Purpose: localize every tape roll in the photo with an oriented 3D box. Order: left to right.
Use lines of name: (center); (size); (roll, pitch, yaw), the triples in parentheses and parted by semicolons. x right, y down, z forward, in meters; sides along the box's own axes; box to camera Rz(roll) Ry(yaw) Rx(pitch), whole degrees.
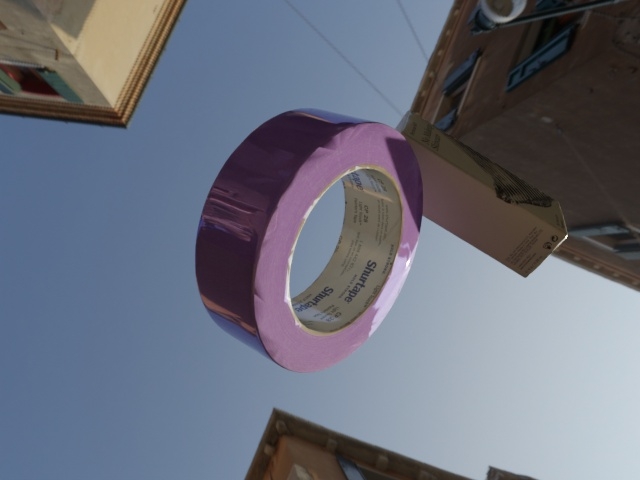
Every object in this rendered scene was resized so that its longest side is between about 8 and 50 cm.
tape roll: (0.000, 0.000, 0.634); (0.090, 0.275, 0.275); (23, -98, 36)

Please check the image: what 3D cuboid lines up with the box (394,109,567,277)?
box: (0.214, -0.070, 0.848); (0.275, 0.113, 0.094); (30, -58, -5)
